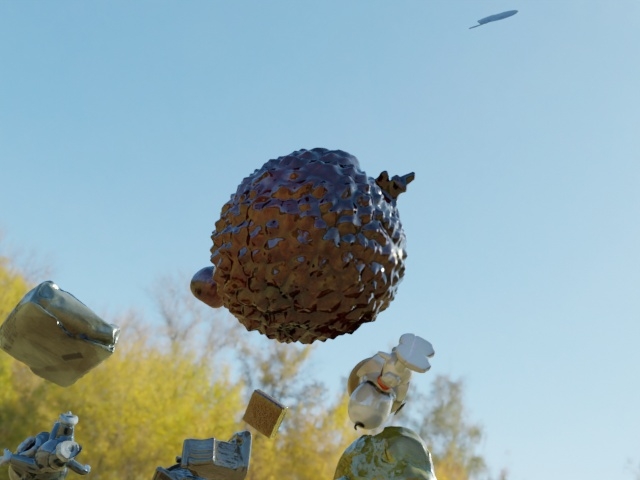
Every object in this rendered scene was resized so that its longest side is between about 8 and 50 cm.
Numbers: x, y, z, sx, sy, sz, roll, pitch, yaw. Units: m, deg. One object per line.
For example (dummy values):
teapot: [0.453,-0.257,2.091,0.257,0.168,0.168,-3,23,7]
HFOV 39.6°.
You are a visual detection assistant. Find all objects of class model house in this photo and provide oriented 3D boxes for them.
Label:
model house: [-0.259,0.489,1.870,0.188,0.122,0.229,12,-54,-35]

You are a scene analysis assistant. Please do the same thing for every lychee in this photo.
lychee: [0.000,0.000,1.912,0.425,0.500,0.424,54,-11,15]

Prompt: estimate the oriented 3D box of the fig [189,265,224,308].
fig: [-0.292,0.120,2.450,0.128,0.128,0.150,27,-53,-20]

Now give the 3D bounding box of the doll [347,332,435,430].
doll: [0.159,0.290,1.911,0.144,0.208,0.271,31,-61,-1]

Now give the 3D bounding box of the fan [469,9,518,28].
fan: [0.345,-0.447,1.799,0.085,0.133,0.005,8,-59,50]

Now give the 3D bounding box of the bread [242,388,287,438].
bread: [-0.139,0.429,2.201,0.094,0.090,0.035,29,10,26]

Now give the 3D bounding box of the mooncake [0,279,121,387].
mooncake: [-0.656,0.230,2.208,0.250,0.136,0.254,39,-57,-24]

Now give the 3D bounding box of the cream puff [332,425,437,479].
cream puff: [0.107,0.539,1.843,0.269,0.274,0.323,-5,-55,-7]

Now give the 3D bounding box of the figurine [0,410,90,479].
figurine: [-0.537,0.433,1.793,0.265,0.193,0.140,-16,-65,38]
